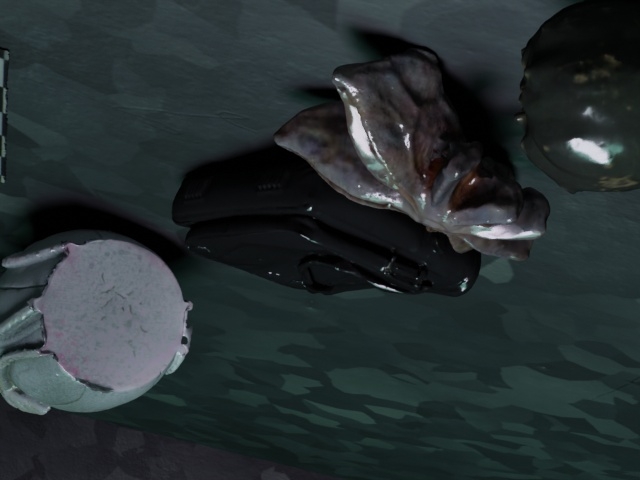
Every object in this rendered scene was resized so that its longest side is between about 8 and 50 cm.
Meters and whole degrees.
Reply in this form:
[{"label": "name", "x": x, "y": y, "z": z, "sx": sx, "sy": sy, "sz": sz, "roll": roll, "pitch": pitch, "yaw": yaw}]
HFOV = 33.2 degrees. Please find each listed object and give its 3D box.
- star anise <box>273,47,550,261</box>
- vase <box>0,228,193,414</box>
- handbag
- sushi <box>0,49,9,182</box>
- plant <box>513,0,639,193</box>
[{"label": "star anise", "x": 0.090, "y": -0.064, "z": 0.885, "sx": 0.258, "sy": 0.110, "sz": 0.198, "roll": 31, "pitch": 169, "yaw": -23}, {"label": "vase", "x": -0.352, "y": 0.115, "z": 1.446, "sx": 0.250, "sy": 0.249, "sz": 0.445, "roll": 25, "pitch": 160, "yaw": -27}, {"label": "handbag", "x": 0.000, "y": 0.000, "z": 1.102, "sx": 0.244, "sy": 0.088, "sz": 0.275, "roll": 25, "pitch": 161, "yaw": -34}, {"label": "sushi", "x": -0.497, "y": -0.145, "z": 1.094, "sx": 0.343, "sy": 0.064, "sz": 0.359, "roll": 18, "pitch": 159, "yaw": -11}, {"label": "plant", "x": 0.246, "y": -0.089, "z": 0.650, "sx": 0.256, "sy": 0.164, "sz": 0.142, "roll": -1, "pitch": 157, "yaw": 6}]
